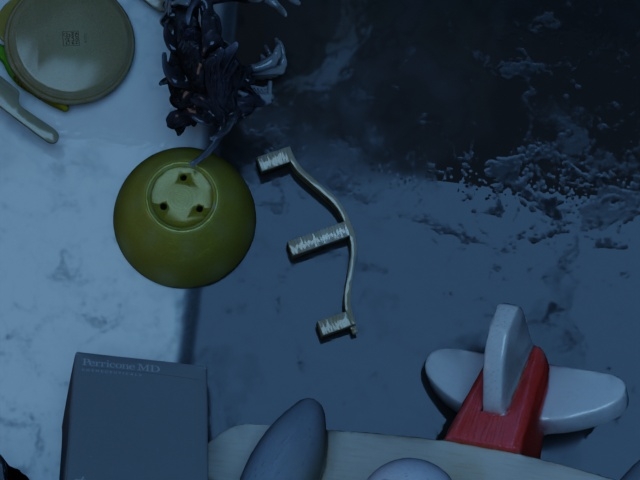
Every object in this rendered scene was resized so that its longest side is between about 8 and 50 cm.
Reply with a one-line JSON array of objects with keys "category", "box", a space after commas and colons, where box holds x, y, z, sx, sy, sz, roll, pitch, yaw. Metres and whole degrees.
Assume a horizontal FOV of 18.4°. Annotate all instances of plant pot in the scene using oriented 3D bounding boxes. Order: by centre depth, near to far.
[{"category": "plant pot", "box": [-0.126, -0.030, 1.810, 0.134, 0.095, 0.134, 0, 78, -2]}]

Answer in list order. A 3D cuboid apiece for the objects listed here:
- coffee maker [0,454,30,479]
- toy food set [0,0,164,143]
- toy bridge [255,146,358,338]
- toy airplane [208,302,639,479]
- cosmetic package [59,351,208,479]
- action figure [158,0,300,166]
[{"category": "coffee maker", "box": [-0.299, 0.228, 1.708, 0.171, 0.178, 0.120, -14, 80, -5]}, {"category": "toy food set", "box": [-0.241, -0.189, 1.874, 0.132, 0.038, 0.192, 39, 74, -1]}, {"category": "toy bridge", "box": [0.000, 0.000, 1.844, 0.063, 0.026, 0.188, -20, 80, -7]}, {"category": "toy airplane", "box": [0.118, 0.228, 1.673, 0.386, 0.272, 0.384, -35, 60, 7]}, {"category": "cosmetic package", "box": [-0.161, 0.211, 1.690, 0.127, 0.107, 0.238, 6, 40, -10]}, {"category": "action figure", "box": [-0.085, -0.201, 1.803, 0.141, 0.164, 0.275, -2, 66, -20]}]
